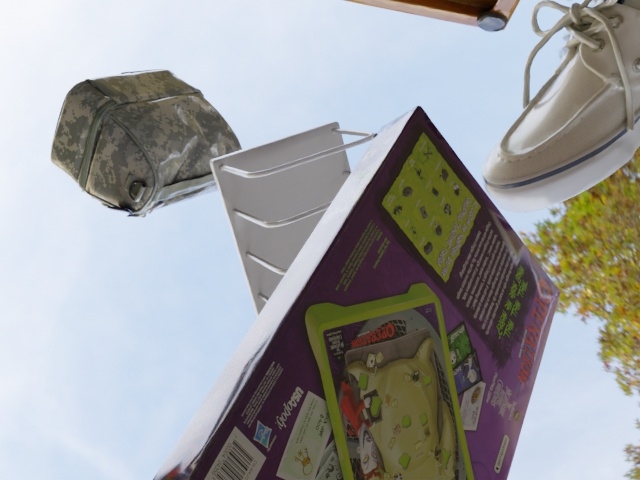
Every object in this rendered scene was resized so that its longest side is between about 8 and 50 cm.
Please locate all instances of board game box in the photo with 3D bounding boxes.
[{"bbox_3d":[0.056,0.084,0.520,0.056,0.208,0.347,-29,-160,44],"label":"board game box"}]

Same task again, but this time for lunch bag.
[{"bbox_3d":[-0.317,-0.172,1.493,0.256,0.305,0.212,35,-61,19],"label":"lunch bag"}]

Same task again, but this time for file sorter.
[{"bbox_3d":[0.000,0.000,1.063,0.173,0.193,0.277,21,-51,66],"label":"file sorter"}]

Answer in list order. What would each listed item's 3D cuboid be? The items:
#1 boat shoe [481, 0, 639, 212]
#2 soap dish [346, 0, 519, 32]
[{"bbox_3d":[0.278,-0.191,0.742,0.367,0.156,0.136,-40,-148,-1],"label":"boat shoe"},{"bbox_3d":[0.080,-0.272,0.557,0.229,0.291,0.118,12,-107,0],"label":"soap dish"}]
